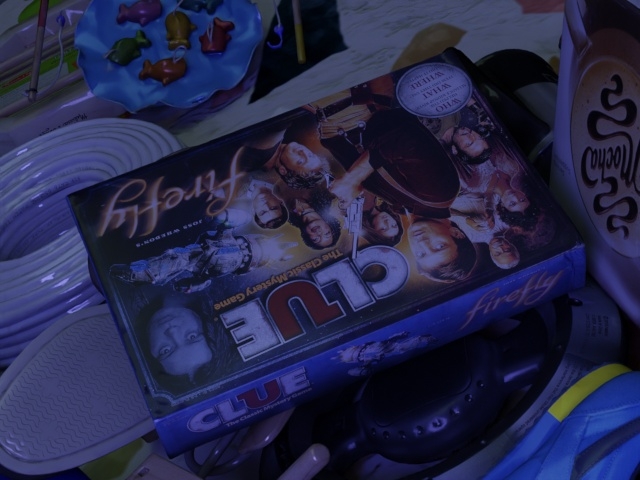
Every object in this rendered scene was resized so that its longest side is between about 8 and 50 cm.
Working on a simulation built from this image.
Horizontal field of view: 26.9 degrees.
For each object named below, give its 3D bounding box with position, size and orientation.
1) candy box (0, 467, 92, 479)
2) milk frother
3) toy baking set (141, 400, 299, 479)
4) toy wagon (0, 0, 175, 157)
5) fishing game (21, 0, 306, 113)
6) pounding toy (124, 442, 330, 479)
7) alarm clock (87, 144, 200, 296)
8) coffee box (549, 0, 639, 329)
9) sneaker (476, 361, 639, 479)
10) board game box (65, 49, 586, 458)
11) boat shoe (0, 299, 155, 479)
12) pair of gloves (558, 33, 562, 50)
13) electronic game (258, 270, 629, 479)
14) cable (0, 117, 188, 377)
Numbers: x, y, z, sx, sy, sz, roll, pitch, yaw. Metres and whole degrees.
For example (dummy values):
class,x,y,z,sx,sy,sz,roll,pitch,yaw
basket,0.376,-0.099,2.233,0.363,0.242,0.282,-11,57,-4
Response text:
class,x,y,z,sx,sy,sz,roll,pitch,yaw
candy box,-0.326,0.142,0.757,0.317,0.122,0.268,4,12,-35
milk frother,0.115,-0.044,0.883,0.143,0.129,0.134,-67,24,21
toy baking set,-0.024,0.066,0.832,0.197,0.030,0.256,-48,16,-13
toy wagon,-0.269,-0.200,1.404,0.267,0.068,0.344,-26,32,3
fishing game,-0.146,-0.196,1.246,0.264,0.041,0.189,-5,56,6
pounding toy,-0.043,0.162,0.653,0.100,0.141,0.130,-45,36,-24
alarm clock,-0.099,-0.006,0.872,0.064,0.192,0.129,44,97,21
coffee box,0.227,-0.019,0.653,0.119,0.168,0.297,-7,30,-13
sneaker,0.105,0.146,0.613,0.209,0.069,0.082,-45,34,-10
board game box,0.000,0.000,0.741,0.243,0.042,0.165,-22,54,-9
boat shoe,-0.110,0.072,0.785,0.233,0.084,0.079,-40,-7,-45
pair of gloves,0.227,-0.166,1.030,0.083,0.010,0.074,3,44,39
electronic game,0.065,0.089,0.759,0.229,0.048,0.229,-27,26,14
cable,-0.197,0.004,1.041,0.257,0.089,0.257,-9,37,28
